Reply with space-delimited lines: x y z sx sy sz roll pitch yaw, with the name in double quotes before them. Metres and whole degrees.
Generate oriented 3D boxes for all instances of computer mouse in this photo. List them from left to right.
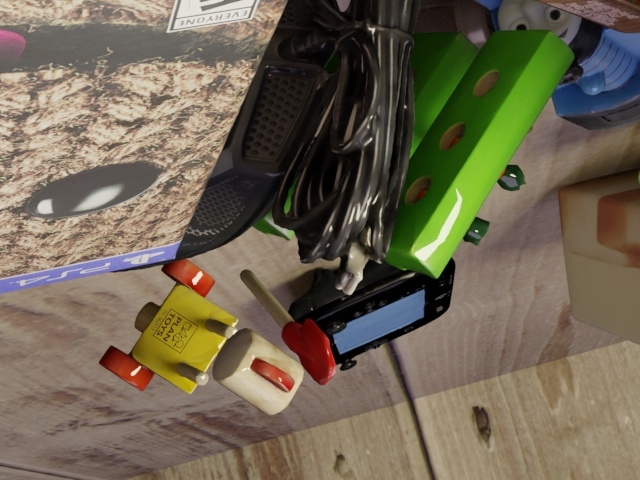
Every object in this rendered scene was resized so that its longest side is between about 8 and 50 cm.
"computer mouse" -0.043 -0.046 0.679 0.072 0.188 0.272 26 152 -37

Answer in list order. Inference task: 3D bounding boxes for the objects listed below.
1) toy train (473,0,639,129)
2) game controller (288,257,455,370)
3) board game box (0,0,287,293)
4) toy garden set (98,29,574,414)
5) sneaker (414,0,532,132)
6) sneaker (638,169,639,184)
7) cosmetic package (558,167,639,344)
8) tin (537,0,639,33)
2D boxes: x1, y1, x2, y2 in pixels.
"toy train" 0.121 -0.115 0.696 0.080 0.105 0.184 -21 166 24
"game controller" 0.055 0.072 1.499 0.166 0.067 0.319 -15 168 0
"board game box" -0.154 -0.076 0.463 0.232 0.141 0.291 -12 166 -15
"toy garden set" 0.000 0.000 0.685 0.049 0.204 0.244 37 170 -25
"sneaker" 0.075 -0.105 0.820 0.071 0.066 0.188 -1 166 16
"sneaker" 0.445 -0.057 0.943 0.483 0.202 0.185 -8 -157 21
"cosmetic package" 0.327 0.016 1.201 0.153 0.129 0.296 -12 -169 -16
"tin" 0.111 -0.139 0.579 0.040 0.106 0.190 -8 173 34
